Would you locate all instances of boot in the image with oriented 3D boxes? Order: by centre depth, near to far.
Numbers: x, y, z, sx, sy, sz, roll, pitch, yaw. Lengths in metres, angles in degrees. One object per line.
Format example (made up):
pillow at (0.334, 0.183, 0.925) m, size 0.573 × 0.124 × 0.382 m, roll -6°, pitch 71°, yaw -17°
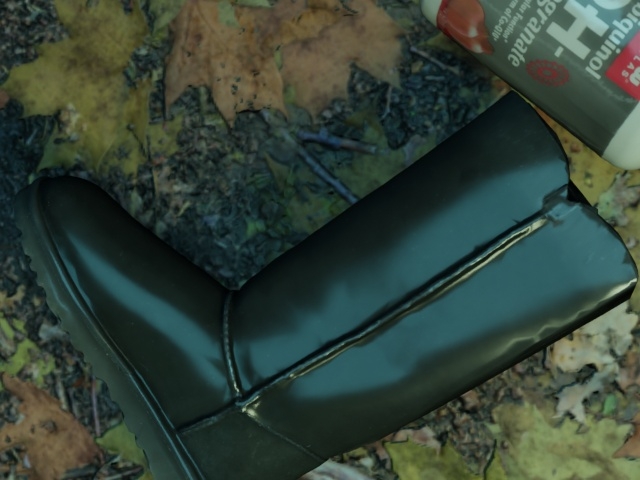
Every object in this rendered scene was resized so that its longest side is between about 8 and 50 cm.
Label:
boot at (0.001, 0.002, 1.065) m, size 0.445 × 0.146 × 0.367 m, roll -31°, pitch 90°, yaw 11°

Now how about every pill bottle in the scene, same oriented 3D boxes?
pill bottle at (0.257, -0.173, 1.041) m, size 0.318 × 0.176 × 0.176 m, roll 40°, pitch 91°, yaw 11°
